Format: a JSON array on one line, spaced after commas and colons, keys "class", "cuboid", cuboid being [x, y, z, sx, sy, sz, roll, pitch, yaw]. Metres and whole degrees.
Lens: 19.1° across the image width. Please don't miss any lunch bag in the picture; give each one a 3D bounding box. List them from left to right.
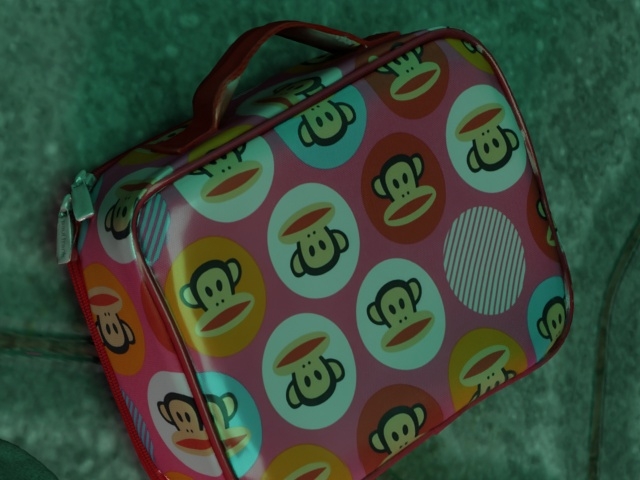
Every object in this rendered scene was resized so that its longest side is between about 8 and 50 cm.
[{"class": "lunch bag", "cuboid": [0.000, 0.000, 1.114, 0.293, 0.120, 0.258, -28, 105, -32]}]

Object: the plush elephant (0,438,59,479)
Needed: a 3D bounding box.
[{"class": "plush elephant", "cuboid": [-0.263, 0.148, 0.838, 0.272, 0.255, 0.330, 19, 79, -34]}]
